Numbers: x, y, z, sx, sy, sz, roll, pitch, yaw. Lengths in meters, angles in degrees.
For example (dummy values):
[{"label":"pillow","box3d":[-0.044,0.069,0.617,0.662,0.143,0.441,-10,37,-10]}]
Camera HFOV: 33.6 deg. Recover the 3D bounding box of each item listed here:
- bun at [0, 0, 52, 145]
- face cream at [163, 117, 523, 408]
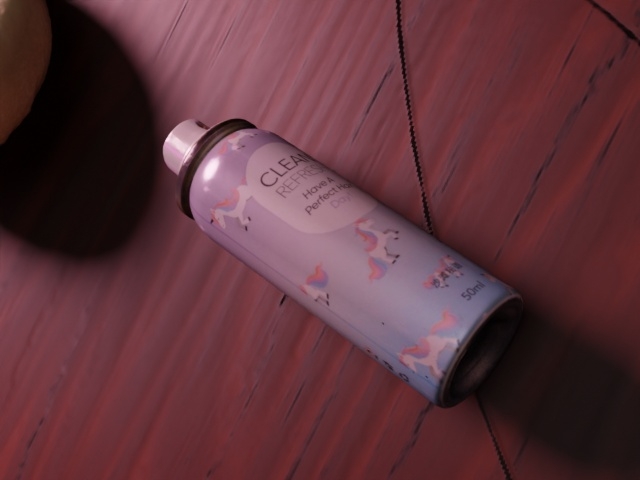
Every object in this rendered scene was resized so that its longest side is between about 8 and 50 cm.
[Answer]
[{"label":"bun","box3d":[-0.279,-0.118,0.727,0.222,0.127,0.222,-7,51,8]},{"label":"face cream","box3d":[0.000,0.000,0.596,0.229,0.075,0.075,34,95,26]}]
